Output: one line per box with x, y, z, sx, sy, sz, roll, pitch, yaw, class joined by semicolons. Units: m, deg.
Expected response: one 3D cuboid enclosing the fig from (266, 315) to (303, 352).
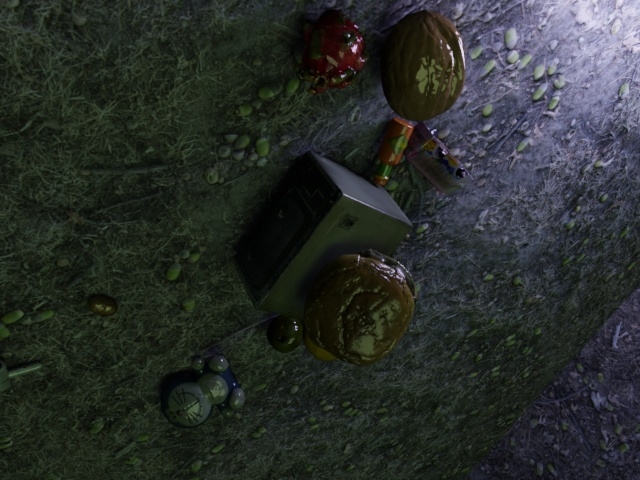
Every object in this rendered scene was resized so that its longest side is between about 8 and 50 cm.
-0.109;0.316;2.002;0.123;0.123;0.156;-29;146;-4;fig

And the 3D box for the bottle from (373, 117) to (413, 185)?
0.194;-0.241;1.687;0.069;0.069;0.187;5;116;-33;bottle

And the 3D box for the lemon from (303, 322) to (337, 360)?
0.032;0.296;2.016;0.187;0.187;0.244;6;123;-34;lemon

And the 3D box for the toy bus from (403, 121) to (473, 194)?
0.340;-0.234;1.784;0.112;0.090;0.274;-39;137;17;toy bus

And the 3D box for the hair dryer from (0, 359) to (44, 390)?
-0.832;0.356;1.673;0.137;0.047;0.082;-14;133;-27;hair dryer

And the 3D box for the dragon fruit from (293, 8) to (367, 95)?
0.018;-0.418;1.367;0.167;0.172;0.160;23;143;-13;dragon fruit

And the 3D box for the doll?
-0.392;0.497;1.979;0.258;0.154;0.228;-31;104;-12;doll

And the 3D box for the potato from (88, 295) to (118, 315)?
-0.589;0.177;1.651;0.083;0.040;0.051;28;88;-37;potato

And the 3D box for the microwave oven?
0.000;0.000;1.684;0.333;0.247;0.394;21;115;-39;microwave oven

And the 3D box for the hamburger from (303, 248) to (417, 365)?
0.099;0.168;1.541;0.284;0.266;0.134;-64;175;9;hamburger

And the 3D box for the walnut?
0.245;-0.422;1.474;0.225;0.225;0.261;-14;122;-19;walnut
